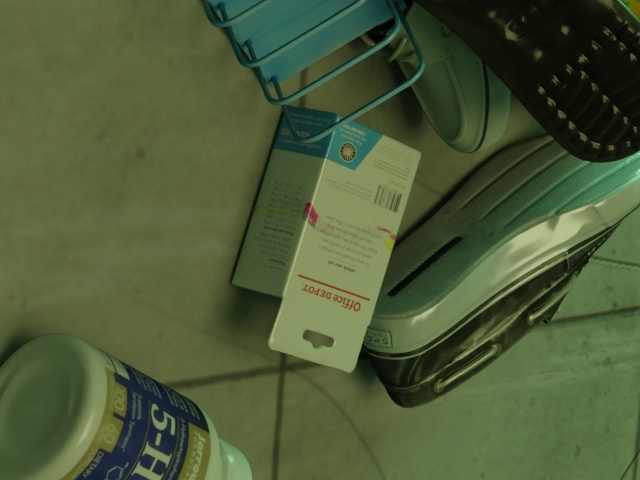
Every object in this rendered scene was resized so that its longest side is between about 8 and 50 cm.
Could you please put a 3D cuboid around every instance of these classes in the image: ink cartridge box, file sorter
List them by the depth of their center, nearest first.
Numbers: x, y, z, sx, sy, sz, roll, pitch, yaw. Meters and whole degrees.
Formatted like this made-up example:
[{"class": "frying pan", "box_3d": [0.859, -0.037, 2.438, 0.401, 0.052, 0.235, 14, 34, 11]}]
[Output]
[{"class": "file sorter", "box_3d": [-0.017, -0.171, 1.255, 0.118, 0.104, 0.170, -31, 129, 8]}, {"class": "ink cartridge box", "box_3d": [0.000, 0.000, 1.380, 0.104, 0.061, 0.181, 21, 84, -46]}]

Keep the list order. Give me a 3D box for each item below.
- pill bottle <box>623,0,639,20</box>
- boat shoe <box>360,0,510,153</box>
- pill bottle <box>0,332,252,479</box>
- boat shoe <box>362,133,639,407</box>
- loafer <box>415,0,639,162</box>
[{"class": "pill bottle", "box_3d": [0.238, -0.241, 1.506, 0.246, 0.136, 0.136, 5, 97, -46]}, {"class": "boat shoe", "box_3d": [0.069, -0.178, 1.384, 0.088, 0.096, 0.267, -33, 121, -31]}, {"class": "pill bottle", "box_3d": [-0.135, 0.148, 1.246, 0.187, 0.112, 0.112, 35, 75, -44]}, {"class": "boat shoe", "box_3d": [0.159, 0.017, 1.525, 0.335, 0.121, 0.119, -32, 131, -24]}, {"class": "loafer", "box_3d": [0.117, -0.212, 1.307, 0.134, 0.130, 0.366, -34, 113, 9]}]
